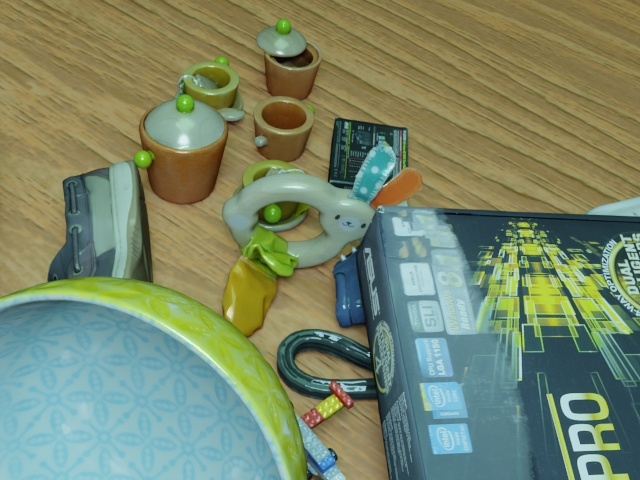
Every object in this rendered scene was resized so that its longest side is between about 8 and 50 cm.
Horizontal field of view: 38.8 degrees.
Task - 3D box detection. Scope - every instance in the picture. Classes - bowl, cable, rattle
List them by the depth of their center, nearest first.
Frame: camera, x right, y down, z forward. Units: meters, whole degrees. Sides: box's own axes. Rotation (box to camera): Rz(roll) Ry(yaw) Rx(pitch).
[{"bbox_3d":[-0.131,0.144,0.671,0.290,0.289,0.156,20,23,9],"label":"bowl"},{"bbox_3d":[0.105,0.141,0.864,0.287,0.072,0.139,-6,63,1],"label":"cable"},{"bbox_3d":[0.000,0.000,0.884,0.200,0.130,0.142,-9,30,16],"label":"rattle"}]

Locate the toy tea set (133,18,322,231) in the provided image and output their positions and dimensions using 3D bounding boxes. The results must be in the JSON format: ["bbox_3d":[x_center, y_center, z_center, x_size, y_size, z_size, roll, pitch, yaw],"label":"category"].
[{"bbox_3d":[-0.090,-0.165,1.062,0.200,0.124,0.336,9,45,-2],"label":"toy tea set"}]

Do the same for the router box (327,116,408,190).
[{"bbox_3d":[0.057,-0.090,1.076,0.092,0.038,0.122,8,45,-2],"label":"router box"}]

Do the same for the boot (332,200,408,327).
[{"bbox_3d":[0.055,0.013,0.955,0.086,0.069,0.190,-7,37,5],"label":"boot"}]

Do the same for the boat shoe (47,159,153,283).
[{"bbox_3d":[-0.211,0.038,0.865,0.092,0.102,0.285,-9,50,-1],"label":"boat shoe"}]

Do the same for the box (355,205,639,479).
[{"bbox_3d":[0.211,0.158,0.748,0.318,0.097,0.394,1,56,-12],"label":"box"}]

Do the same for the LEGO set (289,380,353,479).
[{"bbox_3d":[0.015,0.197,0.753,0.244,0.060,0.182,3,50,3],"label":"LEGO set"}]

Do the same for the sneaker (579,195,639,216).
[{"bbox_3d":[0.302,0.014,0.995,0.258,0.094,0.091,-14,31,-28],"label":"sneaker"}]
